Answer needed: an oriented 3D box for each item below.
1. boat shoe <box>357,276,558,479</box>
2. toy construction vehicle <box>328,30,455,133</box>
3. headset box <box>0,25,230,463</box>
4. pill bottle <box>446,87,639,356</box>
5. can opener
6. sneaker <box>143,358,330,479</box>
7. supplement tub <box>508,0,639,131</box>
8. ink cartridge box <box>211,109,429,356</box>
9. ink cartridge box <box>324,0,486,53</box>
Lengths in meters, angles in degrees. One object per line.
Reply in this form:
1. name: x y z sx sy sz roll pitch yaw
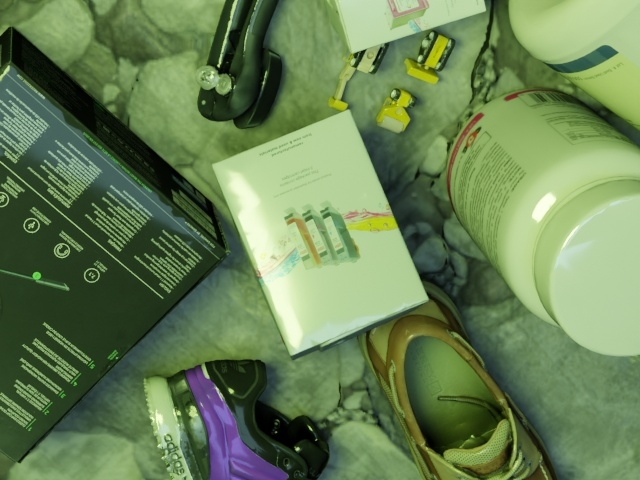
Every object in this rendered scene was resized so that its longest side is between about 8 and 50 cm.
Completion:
1. boat shoe: 0.137 0.186 1.459 0.122 0.120 0.324 -34 112 3
2. toy construction vehicle: 0.060 -0.150 1.374 0.085 0.035 0.098 16 109 -27
3. headset box: -0.265 0.012 1.316 0.246 0.131 0.283 41 98 -21
4. pill bottle: 0.214 -0.019 1.311 0.160 0.283 0.160 -3 110 -9
5. can opener: -0.063 -0.187 1.330 0.059 0.073 0.186 20 106 24
6. sneaker: -0.053 0.239 1.454 0.146 0.102 0.293 -20 112 -3
7. supplement tub: 0.346 -0.178 1.303 0.324 0.235 0.235 33 101 -19
8. ink cartridge box: 0.000 0.000 1.327 0.127 0.128 0.176 -21 85 -2
9. ink cartridge box: 0.067 -0.210 1.319 0.122 0.088 0.052 -17 115 -4
